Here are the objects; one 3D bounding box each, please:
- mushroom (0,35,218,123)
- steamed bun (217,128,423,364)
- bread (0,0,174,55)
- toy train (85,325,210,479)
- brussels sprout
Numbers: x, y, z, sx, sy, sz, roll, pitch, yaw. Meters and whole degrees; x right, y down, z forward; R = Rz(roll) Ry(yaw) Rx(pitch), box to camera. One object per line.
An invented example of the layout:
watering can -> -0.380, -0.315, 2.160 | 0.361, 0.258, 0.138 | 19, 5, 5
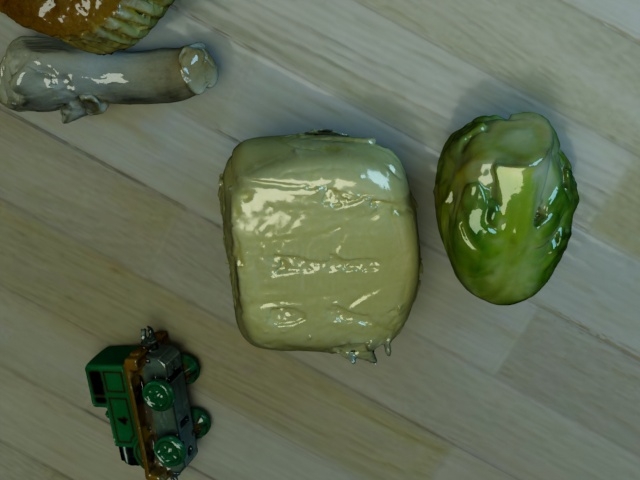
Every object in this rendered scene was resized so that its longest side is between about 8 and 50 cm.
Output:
mushroom -> -0.257, -0.195, 1.456 | 0.278, 0.099, 0.096 | 1, 154, 6
steamed bun -> 0.000, 0.000, 1.447 | 0.232, 0.166, 0.273 | -6, 115, -1
bread -> -0.248, -0.335, 1.346 | 0.227, 0.142, 0.253 | 36, 101, 18
toy train -> -0.226, 0.215, 1.605 | 0.136, 0.091, 0.228 | 2, 112, 21
brussels sprout -> 0.200, -0.034, 1.375 | 0.161, 0.223, 0.223 | 7, 112, 25
